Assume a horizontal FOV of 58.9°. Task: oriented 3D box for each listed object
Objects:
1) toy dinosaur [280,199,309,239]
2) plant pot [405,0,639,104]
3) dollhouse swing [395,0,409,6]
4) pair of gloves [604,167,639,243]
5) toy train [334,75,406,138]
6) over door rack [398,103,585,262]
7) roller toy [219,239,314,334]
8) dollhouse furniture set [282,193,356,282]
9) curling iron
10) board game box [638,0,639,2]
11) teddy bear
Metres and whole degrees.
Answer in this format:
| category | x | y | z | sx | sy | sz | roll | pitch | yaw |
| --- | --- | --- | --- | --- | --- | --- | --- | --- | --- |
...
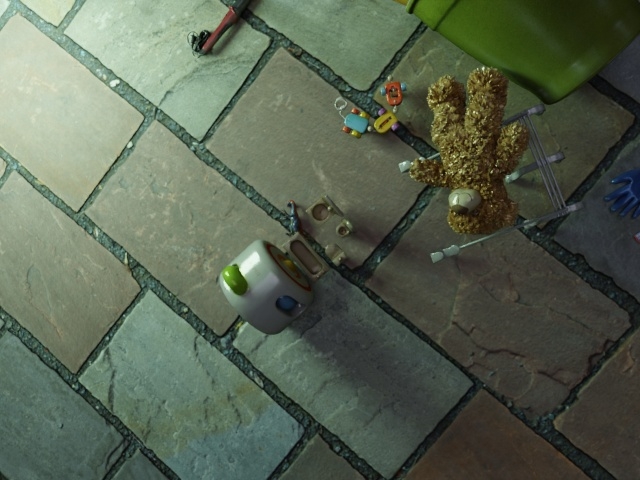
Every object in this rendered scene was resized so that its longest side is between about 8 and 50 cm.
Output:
| category | x | y | z | sx | sy | sz | roll | pitch | yaw |
| --- | --- | --- | --- | --- | --- | --- | --- | --- | --- |
| toy dinosaur | -0.063 | -0.052 | 1.346 | 0.090 | 0.047 | 0.082 | 18 | 83 | -22 |
| plant pot | 0.422 | -0.471 | 1.114 | 0.353 | 0.366 | 0.366 | 45 | 97 | -3 |
| dollhouse swing | 0.179 | -0.705 | 1.140 | 0.315 | 0.347 | 0.304 | 29 | 95 | 11 |
| pair of gloves | 0.709 | -0.072 | 1.188 | 0.159 | 0.023 | 0.198 | -37 | 82 | 9 |
| toy train | 0.122 | -0.299 | 1.301 | 0.166 | 0.046 | 0.125 | -14 | 85 | 8 |
| over door rack | 0.363 | -0.120 | 1.226 | 0.324 | 0.108 | 0.239 | -22 | 83 | 24 |
| roller toy | -0.113 | 0.098 | 1.267 | 0.146 | 0.209 | 0.191 | -43 | 95 | 7 |
| dollhouse furniture set | 0.000 | 0.000 | 1.262 | 0.151 | 0.123 | 0.144 | -41 | 97 | 0 |
| curling iron | -0.225 | -0.557 | 1.379 | 0.274 | 0.035 | 0.068 | -44 | 81 | 8 |
| board game box | 0.811 | -0.503 | 1.107 | 0.305 | 0.053 | 0.192 | 25 | 107 | 24 |
| teddy bear | 0.296 | -0.178 | 1.135 | 0.245 | 0.113 | 0.337 | 14 | 99 | 25 |
